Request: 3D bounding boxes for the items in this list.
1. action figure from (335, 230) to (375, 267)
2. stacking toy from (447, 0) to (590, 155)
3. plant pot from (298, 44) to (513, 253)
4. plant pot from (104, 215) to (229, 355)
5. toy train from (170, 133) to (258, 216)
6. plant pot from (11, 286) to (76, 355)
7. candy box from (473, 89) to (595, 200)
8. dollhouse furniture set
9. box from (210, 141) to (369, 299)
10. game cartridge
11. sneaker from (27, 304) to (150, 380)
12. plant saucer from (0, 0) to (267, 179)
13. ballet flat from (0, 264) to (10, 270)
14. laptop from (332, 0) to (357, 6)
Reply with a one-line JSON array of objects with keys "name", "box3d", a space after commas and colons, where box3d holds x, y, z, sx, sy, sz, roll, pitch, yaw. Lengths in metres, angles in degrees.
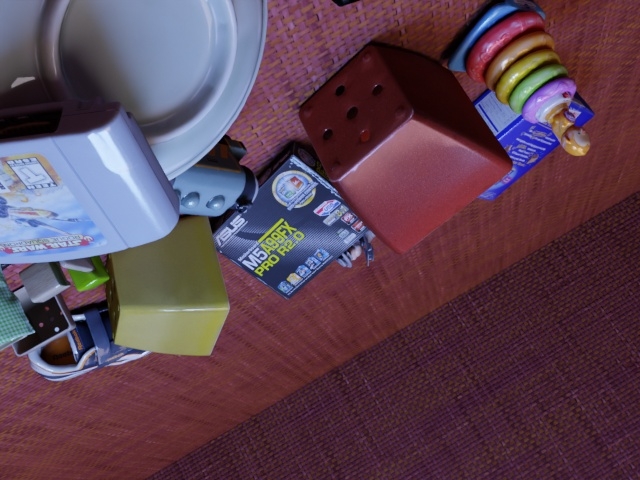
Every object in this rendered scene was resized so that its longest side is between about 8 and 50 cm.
[{"name": "action figure", "box3d": [0.000, 0.000, 1.657, 0.285, 0.185, 0.099, -14, 123, -3]}, {"name": "stacking toy", "box3d": [0.386, -0.272, 1.376, 0.175, 0.301, 0.165, -7, 149, -42]}, {"name": "plant pot", "box3d": [0.121, -0.177, 1.340, 0.267, 0.267, 0.236, -40, 144, 22]}, {"name": "plant pot", "box3d": [-0.304, 0.095, 1.463, 0.187, 0.212, 0.212, -5, 149, -23]}, {"name": "toy train", "box3d": [-0.227, -0.117, 1.087, 0.142, 0.190, 0.334, -44, 154, 24]}, {"name": "plant pot", "box3d": [-0.514, 0.143, 1.422, 0.109, 0.109, 0.096, -29, 170, -2]}, {"name": "candy box", "box3d": [0.421, -0.240, 1.731, 0.317, 0.122, 0.268, -41, 155, 27]}, {"name": "dollhouse furniture set", "box3d": [-0.490, 0.047, 1.093, 0.302, 0.197, 0.151, -31, 167, 4]}, {"name": "box", "box3d": [-0.057, -0.030, 1.501, 0.216, 0.060, 0.270, 37, 119, -22]}, {"name": "game cartridge", "box3d": [-0.309, -0.050, 0.793, 0.297, 0.062, 0.198, -6, 141, 9]}, {"name": "sneaker", "box3d": [-0.443, 0.197, 1.587, 0.321, 0.126, 0.127, -26, 163, -7]}, {"name": "plant saucer", "box3d": [-0.201, -0.213, 0.809, 0.401, 0.100, 0.400, -22, 128, -31]}, {"name": "ballet flat", "box3d": [-0.539, 0.037, 1.248, 0.173, 0.057, 0.049, -34, 117, 7]}, {"name": "laptop", "box3d": [0.082, -0.448, 1.008, 0.264, 0.136, 0.234, -12, 167, 27]}]
